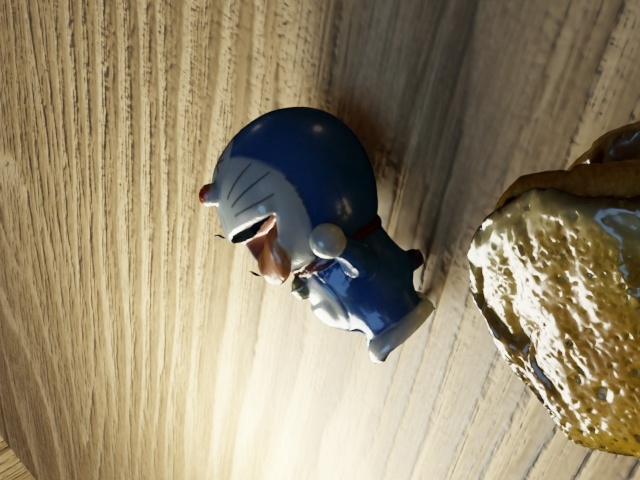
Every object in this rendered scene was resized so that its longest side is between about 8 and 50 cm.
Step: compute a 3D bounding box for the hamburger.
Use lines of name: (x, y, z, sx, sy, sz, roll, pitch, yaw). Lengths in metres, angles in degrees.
hamburger: (0.231, 0.032, 0.603, 0.244, 0.163, 0.244, 36, 146, 30)

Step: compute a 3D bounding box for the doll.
doll: (0.000, 0.000, 0.867, 0.257, 0.161, 0.215, 55, 170, 3)
